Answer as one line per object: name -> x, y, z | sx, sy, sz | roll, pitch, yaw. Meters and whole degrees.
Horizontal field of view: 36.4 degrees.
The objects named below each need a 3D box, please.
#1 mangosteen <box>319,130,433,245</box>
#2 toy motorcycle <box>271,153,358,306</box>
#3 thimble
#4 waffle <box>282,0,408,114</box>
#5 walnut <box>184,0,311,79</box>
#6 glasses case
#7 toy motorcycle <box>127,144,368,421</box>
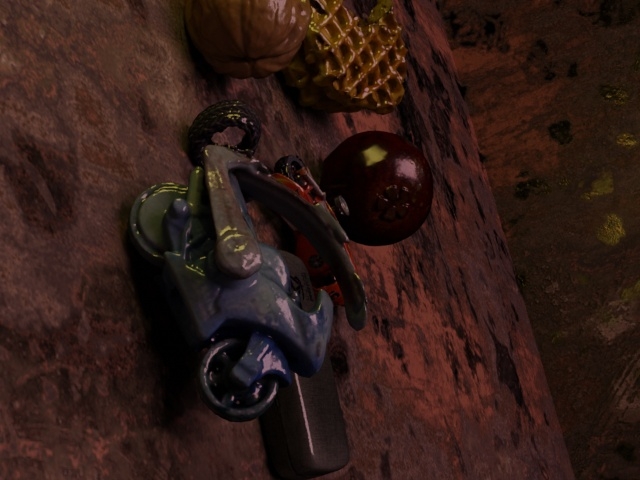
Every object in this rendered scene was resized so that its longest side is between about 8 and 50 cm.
mangosteen -> 0.092, -0.105, 1.822 | 0.215, 0.215, 0.257 | 60, -8, -26
toy motorcycle -> -0.001, 0.000, 1.615 | 0.298, 0.089, 0.171 | 63, 23, -17
thimble -> -0.133, -0.146, 1.394 | 0.066, 0.104, 0.095 | -94, 159, -53
waffle -> 0.039, -0.380, 1.892 | 0.324, 0.151, 0.261 | 11, 70, -46
walnut -> -0.114, -0.361, 1.529 | 0.213, 0.213, 0.213 | 51, 28, -41
glasses case -> -0.041, 0.172, 1.375 | 0.131, 0.074, 0.323 | 19, 54, -61
toy motorcycle -> -0.078, 0.037, 1.165 | 0.319, 0.241, 0.182 | 63, -1, 15
